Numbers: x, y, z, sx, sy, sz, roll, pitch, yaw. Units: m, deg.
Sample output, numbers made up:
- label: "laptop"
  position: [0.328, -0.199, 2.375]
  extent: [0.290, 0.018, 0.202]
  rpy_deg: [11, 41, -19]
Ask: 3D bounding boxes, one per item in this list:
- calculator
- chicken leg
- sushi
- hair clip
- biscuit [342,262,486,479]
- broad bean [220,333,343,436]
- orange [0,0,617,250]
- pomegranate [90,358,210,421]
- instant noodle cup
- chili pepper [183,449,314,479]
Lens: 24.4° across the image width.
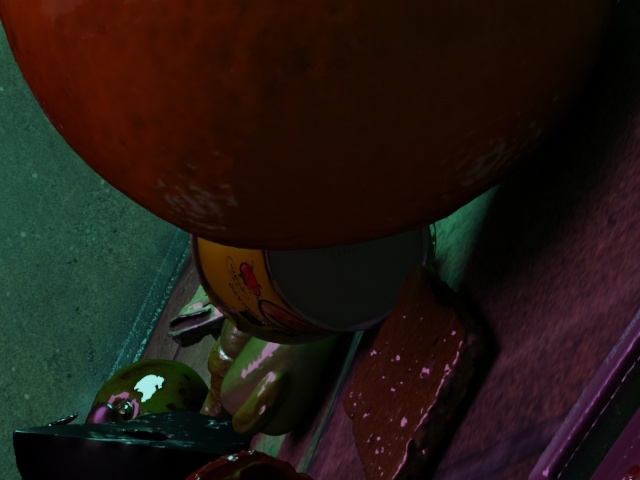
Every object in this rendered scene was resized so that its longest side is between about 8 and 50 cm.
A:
- label: "calculator"
  position: [0.132, 0.095, 0.559]
  extent: [0.126, 0.034, 0.190]
  rpy_deg: [-59, 15, 21]
- label: "chicken leg"
  position: [-0.079, 0.136, 1.543]
  extent: [0.103, 0.088, 0.227]
  rpy_deg: [-111, 42, -65]
- label: "sushi"
  position: [-0.183, 0.271, 1.429]
  extent: [0.212, 0.216, 0.227]
  rpy_deg: [-81, -2, -78]
- label: "hair clip"
  position: [-0.042, 0.027, 1.611]
  extent: [0.321, 0.091, 0.138]
  rpy_deg: [-40, 13, 43]
- label: "biscuit"
  position: [0.061, 0.092, 0.999]
  extent: [0.131, 0.025, 0.231]
  rpy_deg: [-63, 9, 9]
- label: "broad bean"
  position: [-0.029, 0.096, 1.330]
  extent: [0.174, 0.082, 0.124]
  rpy_deg: [-65, 7, -4]
- label: "orange"
  position: [-0.011, -0.179, 0.999]
  extent: [0.326, 0.424, 0.424]
  rpy_deg: [87, -163, -48]
- label: "pomegranate"
  position: [-0.190, 0.224, 1.751]
  extent: [0.159, 0.159, 0.205]
  rpy_deg: [-64, -18, -7]
- label: "instant noodle cup"
  position: [0.000, 0.000, 1.187]
  extent: [0.182, 0.182, 0.144]
  rpy_deg: [-64, 18, -7]
- label: "chili pepper"
  position: [-0.110, 0.300, 1.058]
  extent: [0.338, 0.131, 0.134]
  rpy_deg: [-61, -1, 29]
